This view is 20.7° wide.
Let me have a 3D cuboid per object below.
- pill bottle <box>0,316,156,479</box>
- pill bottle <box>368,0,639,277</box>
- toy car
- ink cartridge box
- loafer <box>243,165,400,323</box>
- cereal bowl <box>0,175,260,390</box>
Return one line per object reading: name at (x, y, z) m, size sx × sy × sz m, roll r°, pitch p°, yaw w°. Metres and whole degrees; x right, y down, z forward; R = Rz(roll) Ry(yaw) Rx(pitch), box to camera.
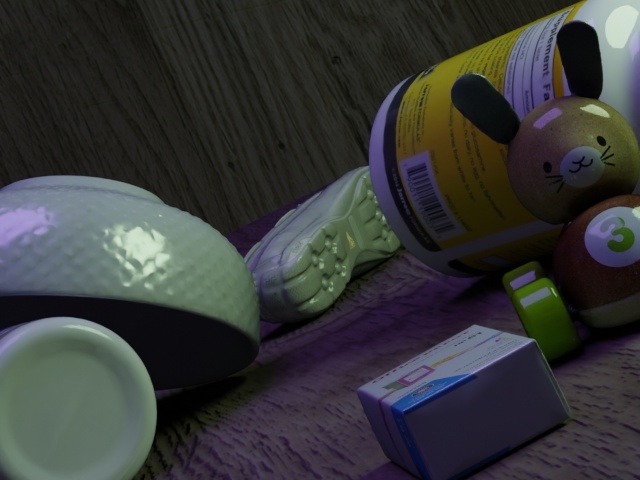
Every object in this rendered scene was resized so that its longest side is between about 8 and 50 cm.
pill bottle at (-0.249, 0.147, 1.454) m, size 0.153 × 0.153 × 0.265 m, roll -29°, pitch 6°, yaw -26°
pill bottle at (0.211, -0.092, 1.412) m, size 0.334 × 0.188 × 0.188 m, roll -19°, pitch 9°, yaw 47°
toy car at (0.171, -0.042, 1.146) m, size 0.155 × 0.188 × 0.149 m, roll -26°, pitch 6°, yaw 4°
ink cartridge box at (0.080, 0.094, 1.019) m, size 0.088 × 0.052 × 0.122 m, roll -27°, pitch 5°, yaw -10°
loafer at (0.000, 0.000, 1.873) m, size 0.111 × 0.112 × 0.319 m, roll -13°, pitch 12°, yaw 29°
cereal bowl at (-0.223, 0.033, 1.588) m, size 0.339 × 0.141 × 0.339 m, roll 0°, pitch -18°, yaw 0°
